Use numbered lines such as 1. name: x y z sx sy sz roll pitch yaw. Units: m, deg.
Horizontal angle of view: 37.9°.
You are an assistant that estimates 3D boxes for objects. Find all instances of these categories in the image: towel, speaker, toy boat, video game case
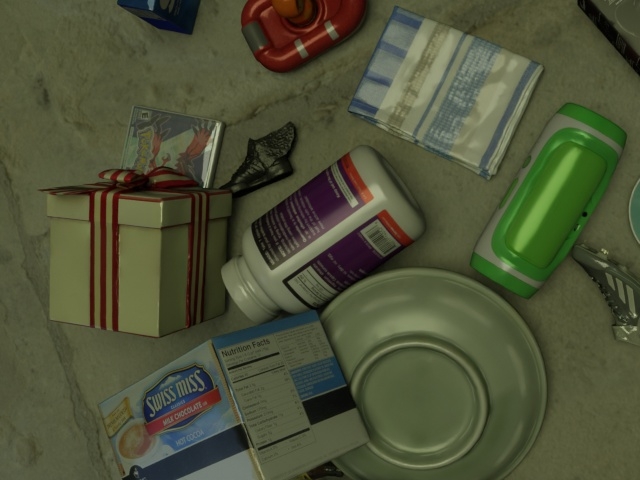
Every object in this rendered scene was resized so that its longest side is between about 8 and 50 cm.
1. towel: 0.206 -0.251 1.561 0.285 0.034 0.209 27 94 16
2. speaker: 0.355 -0.061 1.462 0.131 0.131 0.296 31 96 15
3. toy boat: -0.036 -0.394 1.575 0.231 0.151 0.151 -30 80 13
4. video game case: -0.279 -0.134 1.699 0.184 0.023 0.201 12 91 16

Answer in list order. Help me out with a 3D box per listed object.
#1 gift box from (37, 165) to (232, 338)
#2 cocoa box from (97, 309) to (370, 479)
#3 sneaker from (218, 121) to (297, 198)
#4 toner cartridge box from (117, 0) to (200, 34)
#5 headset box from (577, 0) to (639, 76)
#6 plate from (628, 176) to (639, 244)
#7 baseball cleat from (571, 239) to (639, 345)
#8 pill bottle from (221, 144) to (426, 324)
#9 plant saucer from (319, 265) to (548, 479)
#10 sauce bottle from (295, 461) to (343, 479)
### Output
1. gift box: -0.322 0.005 1.567 0.277 0.255 0.258 7 98 18
2. cocoa box: -0.145 0.285 1.468 0.347 0.231 0.227 -32 76 42
3. sneaker: -0.112 -0.139 1.640 0.170 0.051 0.089 -21 82 10
4. toner cartridge box: -0.247 -0.554 1.637 0.075 0.165 0.347 15 92 15
5. headset box: 0.569 -0.337 1.420 0.218 0.110 0.293 -40 78 11
6. plate: 0.577 -0.045 1.450 0.188 0.024 0.188 -1 86 16
7. baseball cleat: 0.461 0.092 1.440 0.206 0.072 0.109 33 97 6
8. pill bottle: 0.000 0.000 1.531 0.323 0.181 0.181 -35 79 12
9. plant saucer: 0.155 0.245 1.470 0.401 0.100 0.400 2 102 10
10. sauce bottle: -0.025 0.388 1.592 0.128 0.042 0.042 -1 87 18
